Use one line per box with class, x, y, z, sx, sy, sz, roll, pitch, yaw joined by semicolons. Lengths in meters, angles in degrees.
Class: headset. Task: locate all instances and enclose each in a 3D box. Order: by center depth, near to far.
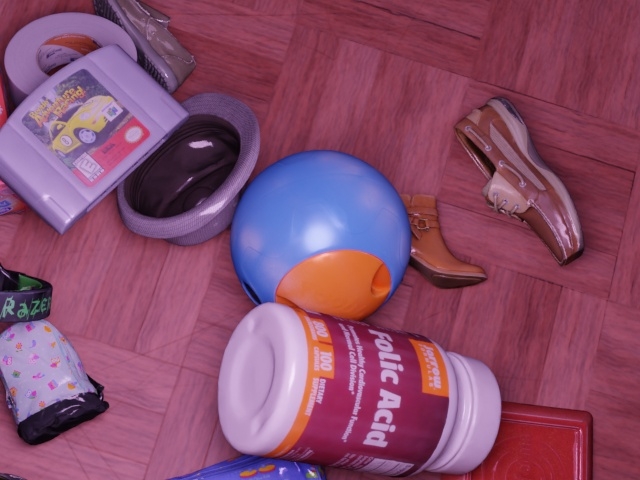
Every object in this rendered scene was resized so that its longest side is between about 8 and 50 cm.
headset;-0.599;0.040;1.844;0.394;0.243;0.185;8;94;21

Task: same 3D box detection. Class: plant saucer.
plant saucer;0.324;0.385;1.926;0.259;0.048;0.258;8;71;-8

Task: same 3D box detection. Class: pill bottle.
pill bottle;0.064;0.236;1.800;0.392;0.224;0.224;14;69;-30

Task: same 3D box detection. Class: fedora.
fedora;-0.201;-0.097;1.970;0.243;0.124;0.275;22;68;33

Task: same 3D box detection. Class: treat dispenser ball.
treat dispenser ball;0.000;0.000;1.897;0.288;0.288;0.288;2;72;-6

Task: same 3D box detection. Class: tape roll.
tape roll;-0.420;-0.286;2.023;0.219;0.072;0.219;4;53;-5

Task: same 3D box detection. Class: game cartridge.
game cartridge;-0.375;-0.173;1.895;0.196;0.060;0.294;42;67;4

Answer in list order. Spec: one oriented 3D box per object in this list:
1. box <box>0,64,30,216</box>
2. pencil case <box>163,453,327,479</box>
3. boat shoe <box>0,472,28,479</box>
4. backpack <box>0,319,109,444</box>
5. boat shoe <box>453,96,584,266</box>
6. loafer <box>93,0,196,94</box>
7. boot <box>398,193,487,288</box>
box;-0.582;-0.194;1.967;0.142;0.154;0.300;-12;75;-10
pencil case;-0.139;0.391;1.838;0.306;0.133;0.119;-14;41;-11
boat shoe;-0.476;0.398;1.825;0.223;0.073;0.080;19;71;0
backpack;-0.432;0.210;1.871;0.152;0.115;0.182;-24;73;-11
boat shoe;0.336;-0.093;2.065;0.120;0.122;0.324;-24;68;-8
loafer;-0.309;-0.367;2.095;0.087;0.094;0.251;-33;83;-27
boot;0.192;-0.003;2.036;0.197;0.073;0.152;9;67;-6
